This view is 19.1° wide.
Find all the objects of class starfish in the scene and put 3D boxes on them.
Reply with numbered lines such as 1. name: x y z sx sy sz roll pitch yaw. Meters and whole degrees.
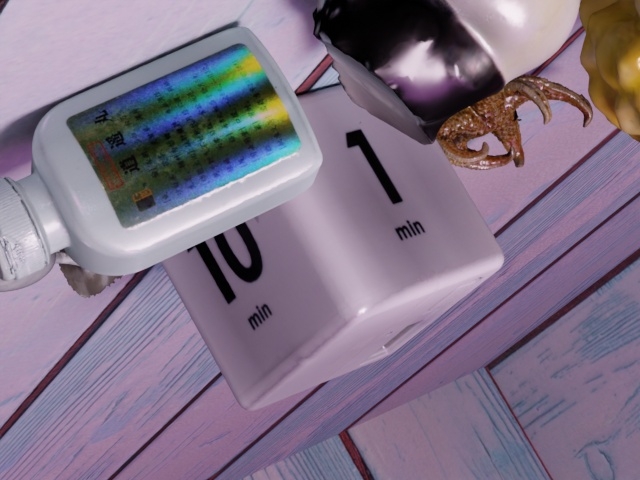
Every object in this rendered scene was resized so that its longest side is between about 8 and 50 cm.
1. starfish: 0.184 -0.114 1.845 0.146 0.074 0.190 -32 168 13

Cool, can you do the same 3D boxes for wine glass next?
1. wine glass: -0.220 0.010 1.441 0.066 0.066 0.198 -34 166 17

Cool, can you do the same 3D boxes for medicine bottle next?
1. medicine bottle: -0.123 -0.047 1.283 0.228 0.121 0.083 -26 168 -18

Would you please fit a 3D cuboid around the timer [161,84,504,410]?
1. timer: 0.000 0.000 1.592 0.194 0.195 0.192 -20 164 -43

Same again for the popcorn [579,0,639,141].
1. popcorn: 0.393 -0.157 1.537 0.349 0.382 0.349 -30 -177 2

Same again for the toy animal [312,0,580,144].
1. toy animal: 0.090 -0.161 1.332 0.179 0.138 0.166 -38 -172 1
